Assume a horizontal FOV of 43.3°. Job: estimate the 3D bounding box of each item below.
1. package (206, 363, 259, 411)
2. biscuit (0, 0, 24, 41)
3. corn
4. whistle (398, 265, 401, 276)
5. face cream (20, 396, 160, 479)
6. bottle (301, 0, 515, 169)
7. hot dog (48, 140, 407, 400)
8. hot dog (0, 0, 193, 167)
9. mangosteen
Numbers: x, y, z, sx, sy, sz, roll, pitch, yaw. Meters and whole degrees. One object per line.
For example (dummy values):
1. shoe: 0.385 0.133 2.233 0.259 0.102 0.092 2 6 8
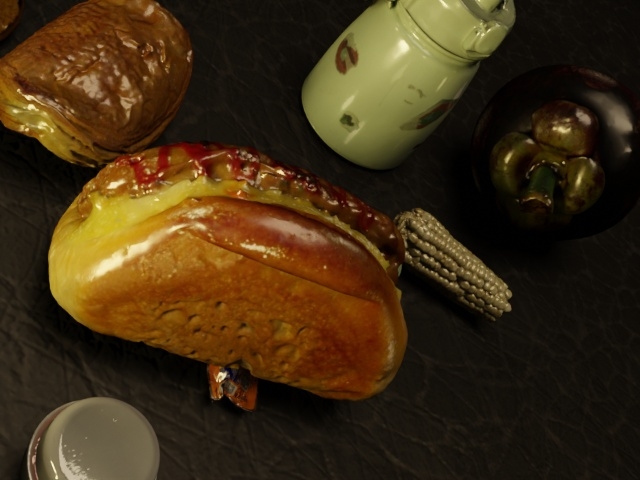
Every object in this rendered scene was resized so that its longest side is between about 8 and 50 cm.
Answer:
1. package: -0.100 0.139 0.910 0.077 0.033 0.110 12 47 -19
2. biscuit: -0.465 -0.312 0.974 0.212 0.036 0.212 22 46 -24
3. corn: 0.186 0.036 1.180 0.211 0.087 0.087 37 43 -14
4. whistle: -0.001 0.002 1.048 0.253 0.106 0.101 20 89 -26
5. face cream: -0.208 0.204 0.724 0.117 0.104 0.117 20 48 -24
6. bottle: 0.139 -0.291 1.194 0.229 0.351 0.229 20 47 -23
7. hot dog: -0.067 0.018 0.866 0.405 0.223 0.185 20 36 -21
8. hot dog: -0.274 -0.190 0.969 0.196 0.122 0.272 36 47 -7
9. mangosteen: 0.387 -0.150 1.306 0.296 0.297 0.313 69 10 24
